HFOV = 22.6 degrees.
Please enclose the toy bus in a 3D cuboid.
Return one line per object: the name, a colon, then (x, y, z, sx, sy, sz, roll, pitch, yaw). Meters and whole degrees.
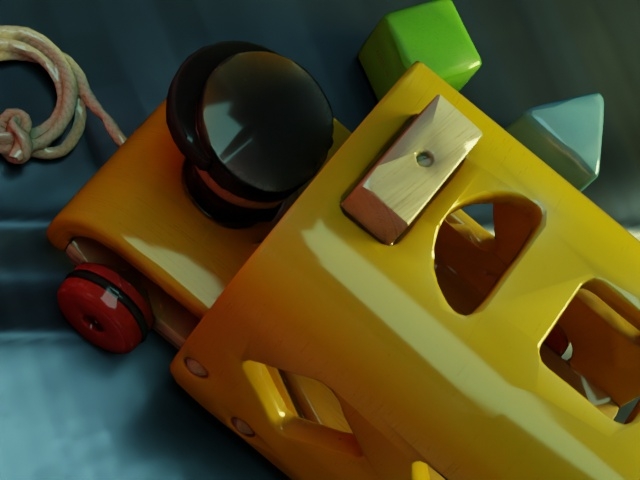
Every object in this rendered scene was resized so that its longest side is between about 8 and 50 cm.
toy bus: (0.012, 0.004, 0.427, 0.202, 0.104, 0.190, -2, 69, -22)
